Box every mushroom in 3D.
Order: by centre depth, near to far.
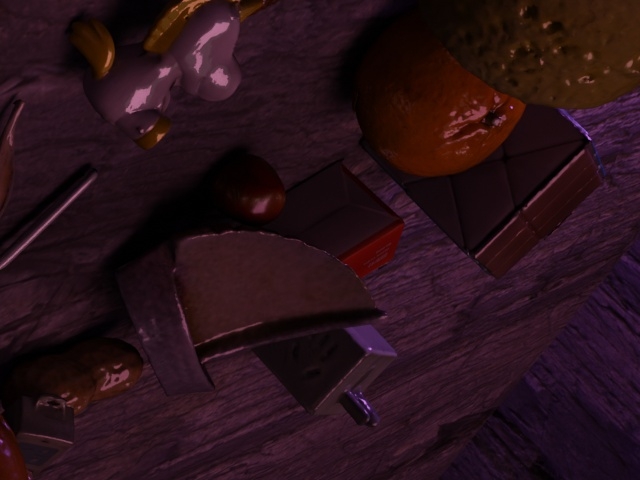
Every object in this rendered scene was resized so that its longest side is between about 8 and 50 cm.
[{"bbox_3d":[-0.337,-0.006,1.294,0.306,0.043,0.068,-51,-176,16],"label":"mushroom"}]

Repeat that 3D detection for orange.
[{"bbox_3d":[0.146,-0.180,1.670,0.219,0.193,0.219,-21,150,-13],"label":"orange"}]

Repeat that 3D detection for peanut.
[{"bbox_3d":[-0.290,0.164,1.653,0.193,0.089,0.089,-24,153,-46],"label":"peanut"}]

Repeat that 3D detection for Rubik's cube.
[{"bbox_3d":[0.228,-0.109,1.909,0.221,0.231,0.225,-45,163,5],"label":"Rubik's cube"}]

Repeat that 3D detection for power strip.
[{"bbox_3d":[-0.370,0.255,1.612,0.078,0.052,0.272,19,139,-33],"label":"power strip"},{"bbox_3d":[0.020,0.179,2.089,0.140,0.224,0.139,-48,160,9],"label":"power strip"}]

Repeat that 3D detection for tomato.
[{"bbox_3d":[-0.082,-0.058,1.615,0.087,0.087,0.075,-6,128,-60],"label":"tomato"}]

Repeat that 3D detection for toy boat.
[{"bbox_3d":[-0.109,0.064,1.657,0.294,0.111,0.276,-29,137,8],"label":"toy boat"}]

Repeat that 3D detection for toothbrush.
[{"bbox_3d":[-0.336,0.030,1.382,0.304,0.030,0.030,-44,161,-7],"label":"toothbrush"}]

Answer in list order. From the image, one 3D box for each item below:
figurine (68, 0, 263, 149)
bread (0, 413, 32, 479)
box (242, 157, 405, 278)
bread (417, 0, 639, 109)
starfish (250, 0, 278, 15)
[{"bbox_3d":[-0.127,-0.165,1.245,0.178,0.109,0.129,-24,140,-4],"label":"figurine"},{"bbox_3d":[-0.473,0.299,1.395,0.389,0.236,0.183,-38,178,-39],"label":"bread"},{"bbox_3d":[0.000,0.000,1.819,0.182,0.133,0.099,-33,157,-31],"label":"box"},{"bbox_3d":[0.269,-0.317,1.425,0.348,0.348,0.308,-24,159,-45],"label":"bread"},{"bbox_3d":[0.012,-0.308,1.321,0.302,0.060,0.299,-22,149,-48],"label":"starfish"}]
